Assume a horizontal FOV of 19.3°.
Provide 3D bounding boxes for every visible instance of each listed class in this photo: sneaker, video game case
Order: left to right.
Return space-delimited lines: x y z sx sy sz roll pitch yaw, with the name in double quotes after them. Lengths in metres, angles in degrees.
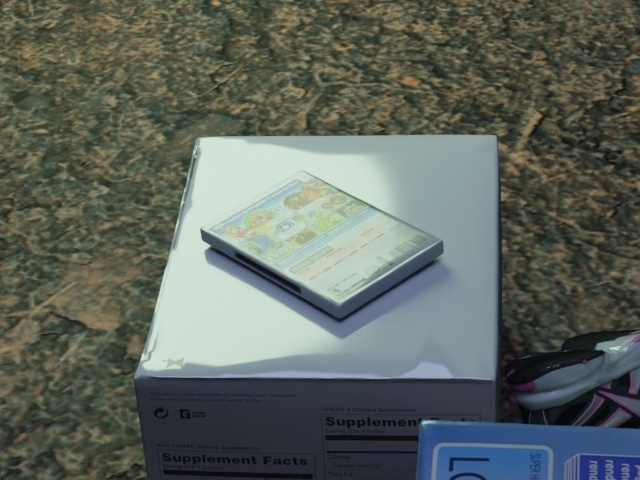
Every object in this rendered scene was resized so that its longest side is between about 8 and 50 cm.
0.000 0.000 1.117 0.087 0.011 0.122 -31 42 -32 "video game case"
0.176 0.100 1.170 0.072 0.077 0.178 -4 6 45 "sneaker"

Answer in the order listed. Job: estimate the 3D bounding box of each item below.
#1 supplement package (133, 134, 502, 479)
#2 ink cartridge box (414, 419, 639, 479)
0.011 0.060 1.168 0.204 0.145 0.262 0 35 6 "supplement package"
0.232 0.232 0.850 0.395 0.151 0.270 2 48 6 "ink cartridge box"
